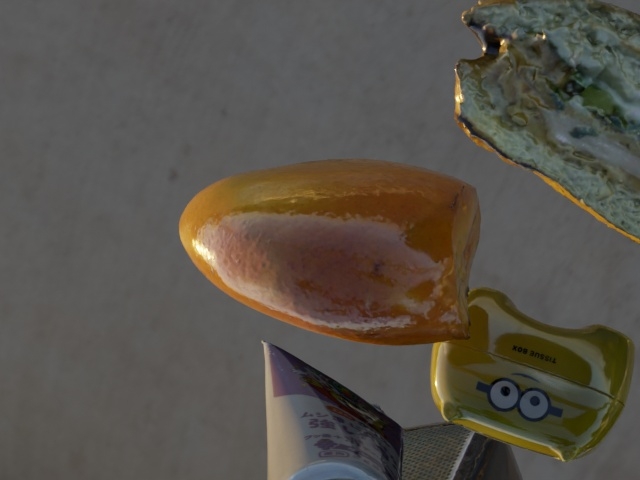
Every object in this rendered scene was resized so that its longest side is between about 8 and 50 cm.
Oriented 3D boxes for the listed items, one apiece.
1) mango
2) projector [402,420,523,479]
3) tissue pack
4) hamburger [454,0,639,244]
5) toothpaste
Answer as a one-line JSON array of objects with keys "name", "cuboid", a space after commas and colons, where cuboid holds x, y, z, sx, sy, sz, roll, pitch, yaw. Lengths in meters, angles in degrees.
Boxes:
[{"name": "mango", "cuboid": [0.000, 0.000, 1.445, 0.257, 0.187, 0.138, 2, 125, 11]}, {"name": "projector", "cuboid": [0.117, 0.465, 2.014, 0.242, 0.405, 0.395, -12, 111, 26]}, {"name": "tissue pack", "cuboid": [0.186, 0.127, 1.570, 0.178, 0.127, 0.123, 19, 167, 9]}, {"name": "hamburger", "cuboid": [0.223, -0.087, 1.256, 0.283, 0.156, 0.144, 32, 101, 5]}, {"name": "toothpaste", "cuboid": [0.009, 0.131, 1.040, 0.114, 0.299, 0.073, 31, 102, -7]}]
